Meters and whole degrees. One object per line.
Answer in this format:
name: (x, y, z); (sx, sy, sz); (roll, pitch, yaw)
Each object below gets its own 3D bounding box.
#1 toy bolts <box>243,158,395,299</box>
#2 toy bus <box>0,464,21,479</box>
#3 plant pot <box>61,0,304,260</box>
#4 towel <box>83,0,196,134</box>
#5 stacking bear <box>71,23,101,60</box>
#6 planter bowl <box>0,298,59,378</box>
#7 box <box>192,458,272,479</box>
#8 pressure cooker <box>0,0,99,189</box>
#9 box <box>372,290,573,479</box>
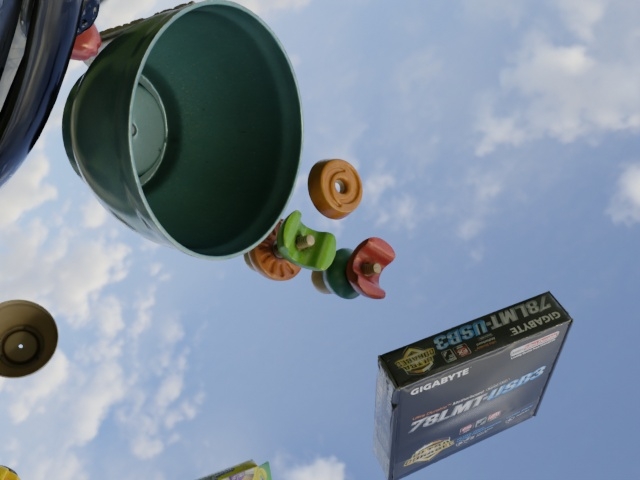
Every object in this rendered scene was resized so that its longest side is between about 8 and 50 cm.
toy bolts: (0.000, 0.000, 1.222); (0.159, 0.228, 0.218); (-15, -135, 50)
toy bus: (-0.643, 0.600, 1.575); (0.220, 0.212, 0.149); (120, -11, -45)
plant pot: (-0.183, -0.131, 0.894); (0.196, 0.293, 0.293); (7, -118, 35)
towel: (-0.309, -0.308, 1.521); (0.332, 0.316, 0.053); (-7, -141, 33)
stacking bear: (-0.421, -0.373, 1.065); (0.175, 0.164, 0.289); (-28, 179, -21)
planter bowl: (-0.626, 0.213, 1.531); (0.162, 0.162, 0.109); (-67, -174, -23)
box: (-0.173, 0.480, 1.372); (0.179, 0.105, 0.043); (-13, -169, -20)
pressure cooker: (-0.342, -0.212, 0.458); (0.375, 0.421, 0.370); (-60, 178, -21)
box: (0.227, 0.235, 1.156); (0.296, 0.293, 0.073); (-19, -129, -16)
